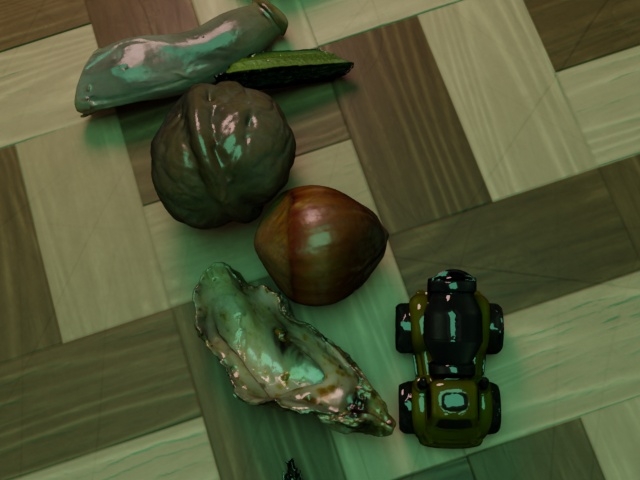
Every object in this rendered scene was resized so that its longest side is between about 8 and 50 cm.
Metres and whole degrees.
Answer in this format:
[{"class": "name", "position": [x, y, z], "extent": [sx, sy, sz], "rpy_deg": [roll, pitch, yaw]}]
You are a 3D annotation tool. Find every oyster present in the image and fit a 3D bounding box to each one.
[{"class": "oyster", "position": [-0.041, 0.167, 1.305], "extent": [0.341, 0.110, 0.166], "rpy_deg": [24, 70, 13]}]

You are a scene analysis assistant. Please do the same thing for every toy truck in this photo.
[{"class": "toy truck", "position": [0.173, 0.160, 1.261], "extent": [0.147, 0.165, 0.224], "rpy_deg": [1, 73, 3]}]

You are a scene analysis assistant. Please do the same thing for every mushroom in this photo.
[{"class": "mushroom", "position": [-0.216, -0.279, 1.463], "extent": [0.351, 0.097, 0.109], "rpy_deg": [-20, 75, -7]}]

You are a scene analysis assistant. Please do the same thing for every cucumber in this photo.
[{"class": "cucumber", "position": [-0.064, -0.261, 1.443], "extent": [0.220, 0.046, 0.070], "rpy_deg": [-9, 42, -20]}]

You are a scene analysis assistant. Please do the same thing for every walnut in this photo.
[{"class": "walnut", "position": [-0.138, -0.120, 1.341], "extent": [0.224, 0.224, 0.224], "rpy_deg": [-1, 73, 3]}]

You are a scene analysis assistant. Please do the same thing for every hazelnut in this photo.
[{"class": "hazelnut", "position": [0.000, 0.000, 1.315], "extent": [0.182, 0.182, 0.182], "rpy_deg": [-1, 73, 3]}]

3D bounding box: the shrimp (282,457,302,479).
[{"class": "shrimp", "position": [-0.007, 0.371, 1.282], "extent": [0.091, 0.034, 0.161], "rpy_deg": [-13, 79, -13]}]
